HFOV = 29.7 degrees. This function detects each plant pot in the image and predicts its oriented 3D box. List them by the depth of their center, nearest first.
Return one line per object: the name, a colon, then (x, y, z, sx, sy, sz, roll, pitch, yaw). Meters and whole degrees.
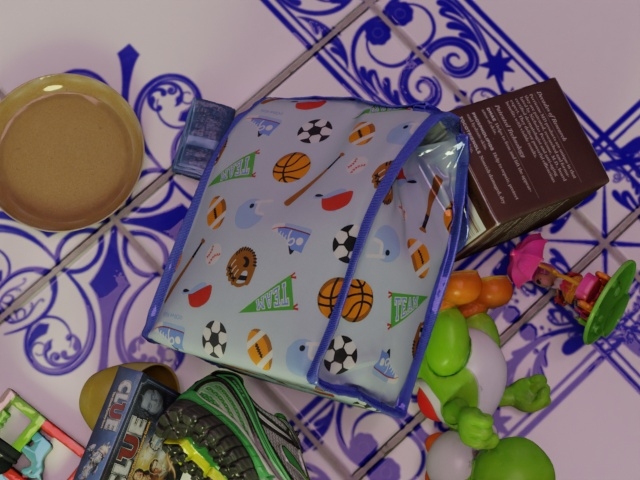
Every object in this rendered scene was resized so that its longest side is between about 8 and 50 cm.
plant pot: (-0.267, 0.221, 1.629, 0.095, 0.134, 0.134, 11, 76, 31)
plant pot: (-0.370, -0.124, 1.739, 0.236, 0.032, 0.236, 0, 78, -2)

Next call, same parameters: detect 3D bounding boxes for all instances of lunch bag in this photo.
lunch bag: (0.000, 0.000, 1.563, 0.328, 0.239, 0.385, 9, 77, 39)

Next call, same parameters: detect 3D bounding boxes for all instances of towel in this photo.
towel: (-0.168, -0.145, 1.750, 0.067, 0.029, 0.119, 15, 78, 1)

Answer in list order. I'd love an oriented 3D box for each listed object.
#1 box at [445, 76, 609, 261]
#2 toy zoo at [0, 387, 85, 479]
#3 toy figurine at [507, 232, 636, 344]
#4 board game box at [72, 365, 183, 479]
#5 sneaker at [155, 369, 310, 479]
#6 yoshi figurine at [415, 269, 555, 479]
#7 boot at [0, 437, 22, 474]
box: (0.242, -0.093, 1.650, 0.203, 0.168, 0.167, -20, 78, -28)
toy zoo: (-0.371, 0.364, 1.634, 0.293, 0.030, 0.192, 37, 79, 6)
toy figurine: (0.337, 0.054, 1.676, 0.159, 0.173, 0.130, 31, 87, 25)
board game box: (-0.245, 0.302, 1.555, 0.042, 0.165, 0.243, 11, 73, 32)
sneaker: (-0.052, 0.310, 1.590, 0.343, 0.134, 0.146, 52, 44, -11)
yoshi figurine: (0.228, 0.221, 1.602, 0.203, 0.203, 0.362, -2, 81, -9)
boot: (-0.526, 0.323, 1.566, 0.246, 0.094, 0.207, 12, 66, 28)
